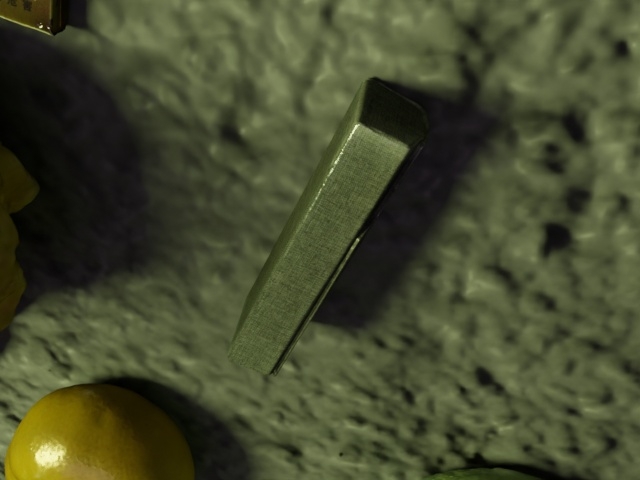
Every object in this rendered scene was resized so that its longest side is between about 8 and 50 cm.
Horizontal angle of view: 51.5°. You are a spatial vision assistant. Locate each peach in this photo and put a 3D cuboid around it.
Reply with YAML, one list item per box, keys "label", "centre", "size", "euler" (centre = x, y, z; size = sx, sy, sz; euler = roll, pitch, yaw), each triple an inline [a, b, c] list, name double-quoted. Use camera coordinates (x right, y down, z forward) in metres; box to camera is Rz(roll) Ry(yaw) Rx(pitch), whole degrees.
- label: "peach"
  centre: [-0.197, 0.211, 0.602]
  size: [0.179, 0.103, 0.179]
  euler: [8, 125, 12]

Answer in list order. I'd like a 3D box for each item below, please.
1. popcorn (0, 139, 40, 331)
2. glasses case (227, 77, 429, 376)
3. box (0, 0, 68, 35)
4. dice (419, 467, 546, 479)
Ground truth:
- label: "popcorn"
  centre: [-0.308, -0.012, 0.434]
  size: [0.250, 0.190, 0.250]
  euler: [8, 129, 9]
- label: "glasses case"
  centre: [0.000, 0.000, 0.435]
  size: [0.047, 0.071, 0.205]
  euler: [26, 124, -8]
- label: "box"
  centre: [-0.189, -0.197, 0.383]
  size: [0.090, 0.023, 0.133]
  euler: [17, 125, 1]
- label: "dice"
  centre: [0.147, 0.356, 0.521]
  size: [0.254, 0.250, 0.252]
  euler: [22, 125, -2]
